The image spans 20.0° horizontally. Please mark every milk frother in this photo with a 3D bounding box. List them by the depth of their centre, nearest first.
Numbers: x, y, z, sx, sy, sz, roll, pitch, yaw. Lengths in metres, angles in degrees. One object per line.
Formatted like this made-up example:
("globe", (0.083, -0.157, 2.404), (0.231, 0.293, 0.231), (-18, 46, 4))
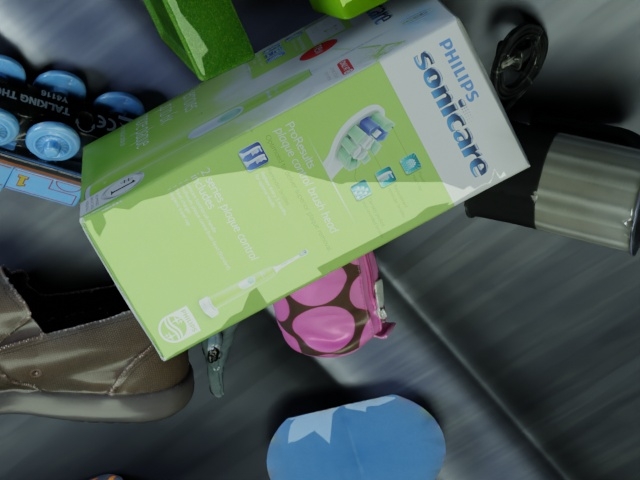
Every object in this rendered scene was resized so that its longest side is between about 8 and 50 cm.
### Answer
("milk frother", (0.190, -0.078, 1.377), (0.135, 0.129, 0.143), (13, 144, 16))

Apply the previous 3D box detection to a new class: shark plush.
("shark plush", (-0.098, 0.076, 1.567), (0.073, 0.067, 0.161), (10, 133, -11))

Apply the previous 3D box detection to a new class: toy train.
("toy train", (-0.216, -0.078, 1.414), (0.184, 0.080, 0.105), (16, 140, -20))

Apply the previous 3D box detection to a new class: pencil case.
("pencil case", (0.000, 0.000, 1.484), (0.098, 0.095, 0.209), (16, 142, 28))

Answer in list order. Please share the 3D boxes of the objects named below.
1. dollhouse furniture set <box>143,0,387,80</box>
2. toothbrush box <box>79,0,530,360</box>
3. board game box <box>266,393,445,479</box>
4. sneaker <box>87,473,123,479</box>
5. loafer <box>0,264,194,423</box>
("dollhouse furniture set", (-0.067, -0.290, 1.221), (0.198, 0.151, 0.301), (-26, 114, -5))
("toothbrush box", (-0.020, -0.060, 1.281), (0.283, 0.206, 0.122), (-27, 108, 3))
("board game box", (0.032, 0.192, 1.711), (0.169, 0.033, 0.133), (-14, 128, 4))
("sneaker", (-0.179, 0.309, 1.694), (0.321, 0.180, 0.124), (7, 139, 29))
("loafer", (-0.287, 0.075, 1.540), (0.366, 0.134, 0.130), (0, 111, -16))
